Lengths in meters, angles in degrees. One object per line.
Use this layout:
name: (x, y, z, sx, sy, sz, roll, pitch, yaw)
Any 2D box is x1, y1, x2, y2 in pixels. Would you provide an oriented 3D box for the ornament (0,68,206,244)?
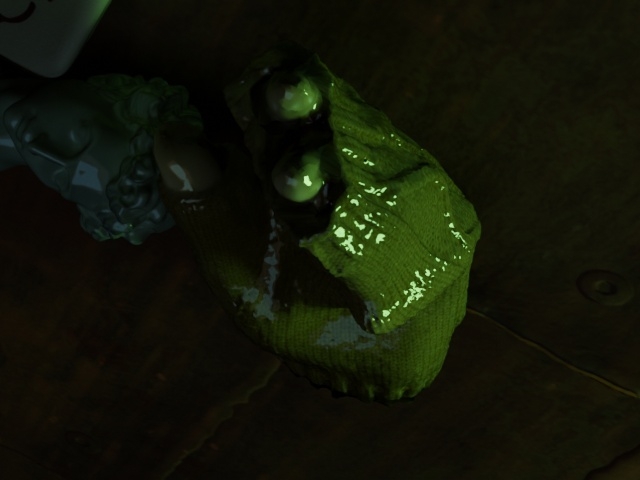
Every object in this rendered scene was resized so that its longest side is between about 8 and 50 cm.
ornament: (-0.212, -0.084, 1.061, 0.285, 0.130, 0.120, 20, 128, 16)

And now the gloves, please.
gloves: (0.007, -0.009, 1.001, 0.203, 0.155, 0.356, 18, 160, 18)

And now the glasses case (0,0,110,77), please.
glasses case: (-0.152, -0.235, 0.865, 0.144, 0.076, 0.336, 30, 143, -10)
